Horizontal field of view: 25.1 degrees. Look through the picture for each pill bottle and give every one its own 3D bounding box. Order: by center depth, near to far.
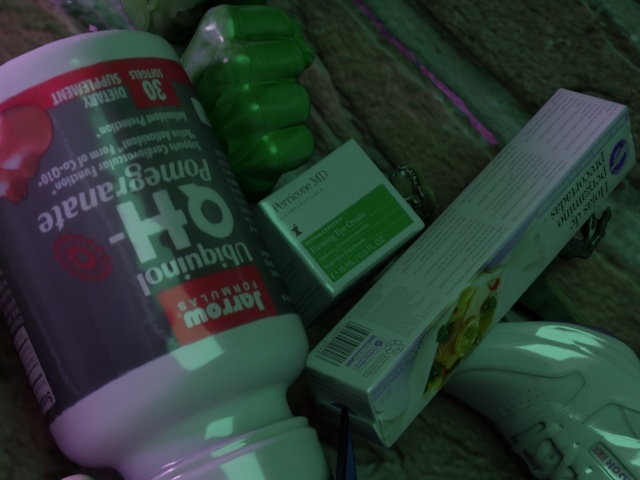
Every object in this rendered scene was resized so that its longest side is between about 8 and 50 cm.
[{"bbox_3d":[-0.115,0.039,0.937,0.176,0.176,0.318,-19,77,-29],"label":"pill bottle"}]

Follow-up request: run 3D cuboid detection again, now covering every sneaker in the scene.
[{"bbox_3d":[0.211,0.161,1.062,0.305,0.114,0.152,28,59,-9],"label":"sneaker"}]

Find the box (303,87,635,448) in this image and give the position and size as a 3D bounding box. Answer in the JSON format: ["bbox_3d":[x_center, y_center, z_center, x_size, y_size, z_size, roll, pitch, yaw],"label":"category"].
[{"bbox_3d":[0.115,0.012,1.041,0.067,0.063,0.324,21,54,37],"label":"box"}]

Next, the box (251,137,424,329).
[{"bbox_3d":[0.000,0.000,1.050,0.101,0.102,0.087,-36,83,-31],"label":"box"}]

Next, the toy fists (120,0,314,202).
[{"bbox_3d":[-0.075,-0.162,1.067,0.096,0.142,0.279,-5,70,-25],"label":"toy fists"}]

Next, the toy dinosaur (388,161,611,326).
[{"bbox_3d":[0.165,0.006,1.150,0.268,0.064,0.118,35,61,-11],"label":"toy dinosaur"}]

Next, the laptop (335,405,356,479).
[{"bbox_3d":[0.088,0.267,0.885,0.264,0.136,0.234,30,23,-9],"label":"laptop"}]

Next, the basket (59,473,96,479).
[{"bbox_3d":[-0.161,0.303,0.666,0.331,0.328,0.266,-27,76,-8],"label":"basket"}]
